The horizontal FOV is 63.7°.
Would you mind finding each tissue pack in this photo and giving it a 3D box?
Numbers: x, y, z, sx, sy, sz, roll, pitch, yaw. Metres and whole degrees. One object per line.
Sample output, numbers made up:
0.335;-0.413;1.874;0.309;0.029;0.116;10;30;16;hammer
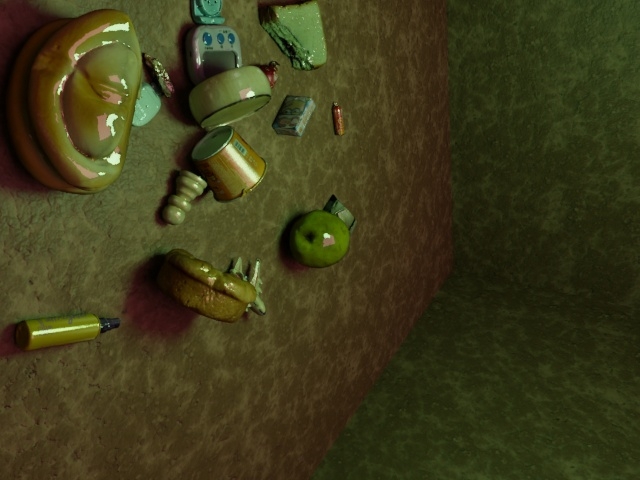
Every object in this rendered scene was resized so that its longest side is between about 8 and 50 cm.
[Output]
-0.100;-0.479;1.975;0.155;0.115;0.065;-66;148;-19;tissue pack

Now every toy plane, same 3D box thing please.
-0.278;0.194;1.937;0.242;0.104;0.256;-55;141;-35;toy plane

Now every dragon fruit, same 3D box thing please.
-0.188;-0.593;1.832;0.191;0.094;0.094;-58;143;-36;dragon fruit

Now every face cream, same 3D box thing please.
-0.662;0.238;1.386;0.273;0.078;0.078;2;99;-57;face cream

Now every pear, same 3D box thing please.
0.000;0.000;2.176;0.307;0.252;0.253;28;77;-64;pear

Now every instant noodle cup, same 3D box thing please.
-0.305;-0.255;1.667;0.172;0.215;0.216;54;55;-39;instant noodle cup

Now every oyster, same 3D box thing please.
-0.466;-0.477;1.492;0.086;0.029;0.132;-58;129;-74;oyster

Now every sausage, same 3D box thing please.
0.081;-0.543;2.296;0.050;0.048;0.146;-16;118;-12;sausage

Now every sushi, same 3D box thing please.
0.116;-0.084;2.441;0.134;0.109;0.273;-61;144;-23;sushi

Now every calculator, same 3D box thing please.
-0.504;-0.393;1.472;0.153;0.021;0.095;-59;143;-26;calculator

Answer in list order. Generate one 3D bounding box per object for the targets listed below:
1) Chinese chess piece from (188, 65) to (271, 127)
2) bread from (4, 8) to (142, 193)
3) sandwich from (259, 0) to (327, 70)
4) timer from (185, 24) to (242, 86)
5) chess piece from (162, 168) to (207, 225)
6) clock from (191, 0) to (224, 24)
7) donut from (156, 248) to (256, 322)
-0.277;-0.440;1.590;0.257;0.257;0.104;-27;95;-51;Chinese chess piece
-0.541;-0.318;1.233;0.329;0.245;0.425;18;81;-58;bread
-0.092;-0.752;1.911;0.288;0.099;0.255;-35;128;-47;sandwich
-0.336;-0.577;1.624;0.208;0.069;0.191;-28;123;-51;timer
-0.437;-0.129;1.614;0.171;0.094;0.094;-61;145;-10;chess piece
-0.347;-0.740;1.576;0.108;0.045;0.147;-30;124;-51;clock
-0.363;0.146;1.640;0.317;0.299;0.150;30;86;-23;donut
